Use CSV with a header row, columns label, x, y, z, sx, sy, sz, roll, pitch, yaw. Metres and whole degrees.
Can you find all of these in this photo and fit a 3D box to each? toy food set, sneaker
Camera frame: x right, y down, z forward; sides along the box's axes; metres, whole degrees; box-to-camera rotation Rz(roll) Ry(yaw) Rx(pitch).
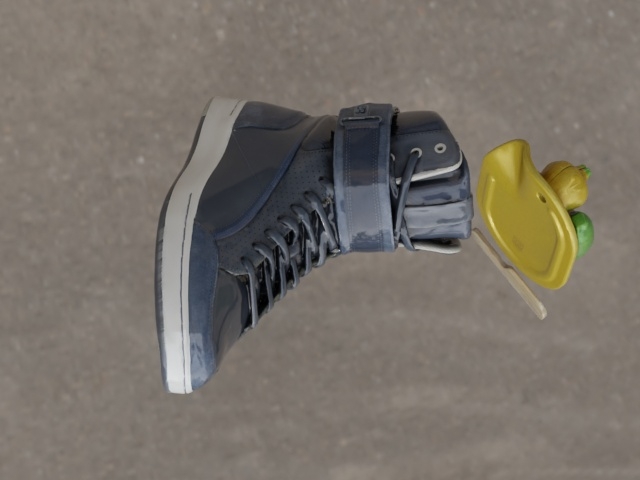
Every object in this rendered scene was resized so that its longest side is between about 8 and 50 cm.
label,x,y,z,sx,sy,sz,roll,pitch,yaw
toy food set,0.214,-0.026,1.467,0.071,0.128,0.218,-35,161,-16
sneaker,0.000,-0.002,0.847,0.164,0.226,0.086,5,132,7
